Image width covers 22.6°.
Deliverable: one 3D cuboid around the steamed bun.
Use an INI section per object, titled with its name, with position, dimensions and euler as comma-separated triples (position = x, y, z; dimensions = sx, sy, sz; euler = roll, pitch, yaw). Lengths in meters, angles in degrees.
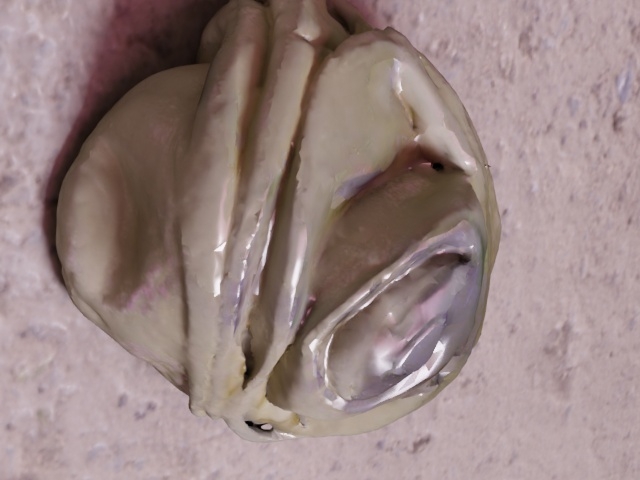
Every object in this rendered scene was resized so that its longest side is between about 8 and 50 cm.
[steamed bun]
position = 0.000, 0.000, 0.991
dimensions = 0.268, 0.207, 0.280
euler = -52, 137, -6
